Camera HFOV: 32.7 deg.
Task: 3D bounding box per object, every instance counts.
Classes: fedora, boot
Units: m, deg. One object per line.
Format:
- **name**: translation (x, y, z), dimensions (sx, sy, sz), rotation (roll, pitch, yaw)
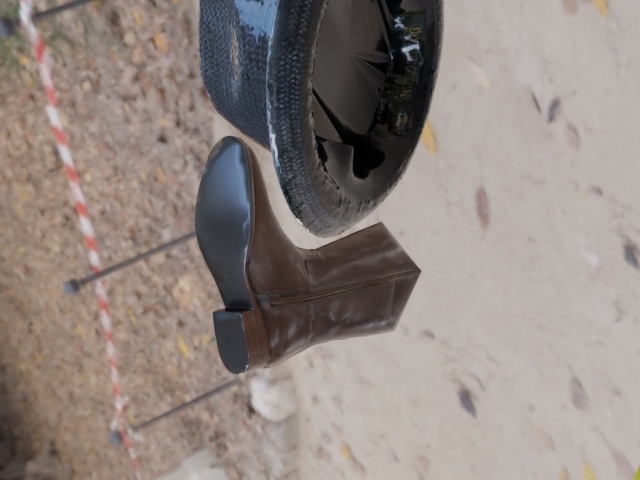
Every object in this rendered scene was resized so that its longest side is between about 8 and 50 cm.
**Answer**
- **fedora**: translation (-0.012, -0.169, 0.961), dimensions (0.152, 0.334, 0.334), rotation (17, 136, 24)
- **boot**: translation (0.000, 0.000, 0.499), dimensions (0.037, 0.114, 0.106), rotation (13, 109, 46)

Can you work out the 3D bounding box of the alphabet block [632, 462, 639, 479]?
- **alphabet block**: translation (0.259, 0.224, 0.527), dimensions (0.197, 0.192, 0.193), rotation (42, 150, -18)
